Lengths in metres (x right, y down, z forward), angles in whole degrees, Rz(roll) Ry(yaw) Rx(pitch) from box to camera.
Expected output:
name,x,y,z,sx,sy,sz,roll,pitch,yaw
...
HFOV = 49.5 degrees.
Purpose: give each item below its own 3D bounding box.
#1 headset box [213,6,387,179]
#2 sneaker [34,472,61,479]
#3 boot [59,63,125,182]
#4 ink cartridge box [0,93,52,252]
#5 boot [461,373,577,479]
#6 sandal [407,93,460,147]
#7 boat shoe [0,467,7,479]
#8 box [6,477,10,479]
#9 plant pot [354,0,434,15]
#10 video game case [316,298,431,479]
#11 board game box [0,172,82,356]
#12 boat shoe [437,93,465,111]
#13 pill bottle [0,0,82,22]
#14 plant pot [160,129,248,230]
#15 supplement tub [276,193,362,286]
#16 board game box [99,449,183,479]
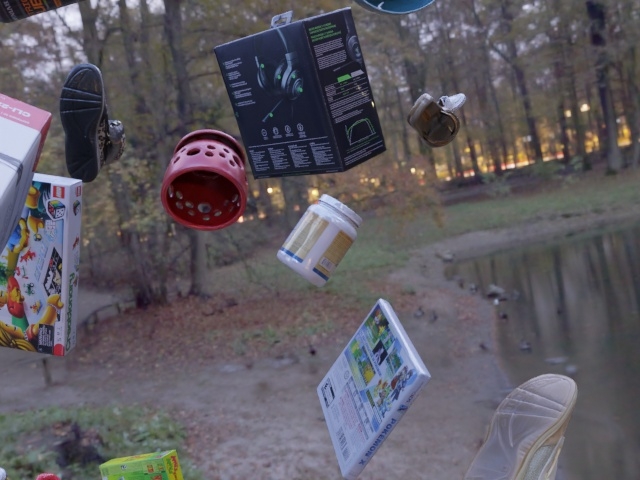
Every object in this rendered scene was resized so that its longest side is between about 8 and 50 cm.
name,x,y,z,sx,sy,sz,roll,pitch,yaw
headset box,-0.042,-0.269,1.269,0.246,0.282,0.131,-1,23,46
sneaker,-0.470,0.501,1.204,0.107,0.118,0.279,28,0,-38
boot,-0.468,-0.252,1.449,0.085,0.236,0.178,6,17,1
ink cartridge box,-0.457,-0.046,0.893,0.114,0.197,0.272,20,31,-18
boot,0.313,0.343,1.004,0.095,0.203,0.262,2,39,46
sandal,0.194,-0.188,1.134,0.049,0.072,0.180,35,9,25
boat shoe,-0.695,0.511,1.446,0.142,0.049,0.040,-33,-29,20
box,-0.884,0.461,1.610,0.322,0.257,0.079,8,42,39
plant pot,0.163,-0.691,1.733,0.290,0.290,0.195,-12,7,-10
video game case,0.109,0.331,1.599,0.036,0.299,0.329,28,16,-21
board game box,-0.512,0.036,1.180,0.193,0.305,0.053,8,14,4
boat shoe,0.272,-0.297,1.515,0.100,0.035,0.035,-32,41,-5
pill bottle,-0.628,-0.538,1.460,0.246,0.130,0.130,-21,5,-9
plant pot,-0.261,-0.144,1.595,0.191,0.191,0.174,-11,41,5
supplement tub,0.000,0.000,1.730,0.199,0.144,0.144,-55,9,-5
board game box,-0.373,0.499,1.455,0.181,0.092,0.043,-16,-2,26
